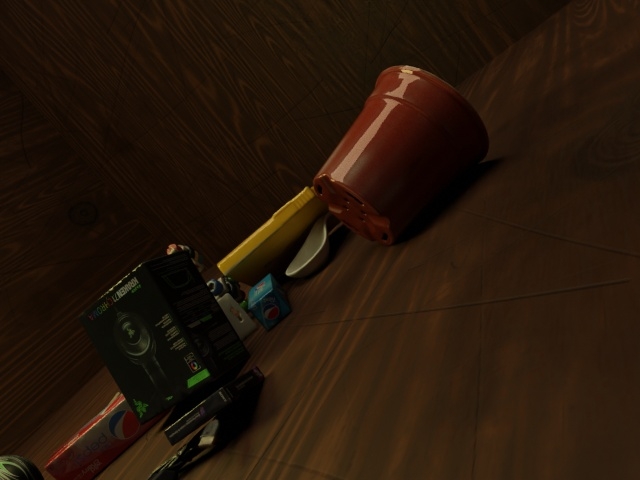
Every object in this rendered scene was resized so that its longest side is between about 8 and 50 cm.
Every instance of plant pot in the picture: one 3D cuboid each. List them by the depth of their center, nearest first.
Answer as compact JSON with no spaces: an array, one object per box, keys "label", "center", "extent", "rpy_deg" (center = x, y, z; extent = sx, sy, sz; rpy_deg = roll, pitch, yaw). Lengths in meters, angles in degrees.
[{"label":"plant pot","center":[0.141,-0.150,1.059],"extent":[0.265,0.272,0.272],"rpy_deg":[-50,11,-13]}]

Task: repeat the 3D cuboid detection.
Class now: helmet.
[{"label":"helmet","center":[-0.761,0.602,1.287],"extent":[0.169,0.161,0.169],"rpy_deg":[-39,9,7]}]

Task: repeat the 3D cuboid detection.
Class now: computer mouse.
[{"label":"computer mouse","center":[-0.201,0.333,0.692],"extent":[0.184,0.060,0.262],"rpy_deg":[-43,-3,9]}]

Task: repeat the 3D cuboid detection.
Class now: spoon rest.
[{"label":"spoon rest","center":[0.000,0.000,1.378],"extent":[0.137,0.084,0.276],"rpy_deg":[-30,12,46]}]

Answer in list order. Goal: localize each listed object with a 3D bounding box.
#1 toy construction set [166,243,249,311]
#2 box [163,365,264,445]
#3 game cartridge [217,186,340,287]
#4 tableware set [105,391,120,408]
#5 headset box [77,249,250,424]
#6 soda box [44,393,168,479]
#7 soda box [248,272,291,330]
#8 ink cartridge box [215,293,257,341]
[{"label":"toy construction set","center":[-0.355,0.158,1.365],"extent":[0.237,0.258,0.309],"rpy_deg":[-55,-9,-2]},{"label":"box","center":[-0.161,0.255,0.839],"extent":[0.116,0.029,0.162],"rpy_deg":[-38,-7,7]},{"label":"game cartridge","center":[-0.099,0.000,1.464],"extent":[0.324,0.052,0.285],"rpy_deg":[-42,-19,1]},{"label":"tableware set","center":[-0.542,0.442,1.577],"extent":[0.128,0.039,0.194],"rpy_deg":[-21,23,28]},{"label":"headset box","center":[-0.319,0.207,1.098],"extent":[0.246,0.283,0.131],"rpy_deg":[-34,-4,28]},{"label":"soda box","center":[-0.465,0.424,1.180],"extent":[0.263,0.092,0.083],"rpy_deg":[-41,10,-9]},{"label":"soda box","center":[-0.121,0.139,1.246],"extent":[0.071,0.067,0.210],"rpy_deg":[-40,10,-2]},{"label":"ink cartridge box","center":[-0.255,0.216,1.267],"extent":[0.198,0.115,0.067],"rpy_deg":[-38,9,6]}]
